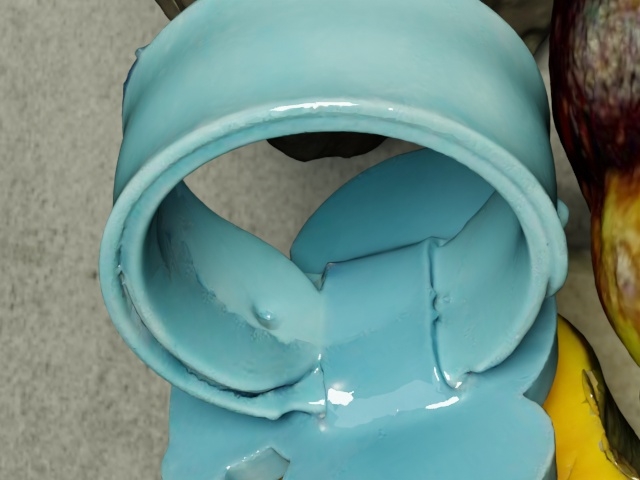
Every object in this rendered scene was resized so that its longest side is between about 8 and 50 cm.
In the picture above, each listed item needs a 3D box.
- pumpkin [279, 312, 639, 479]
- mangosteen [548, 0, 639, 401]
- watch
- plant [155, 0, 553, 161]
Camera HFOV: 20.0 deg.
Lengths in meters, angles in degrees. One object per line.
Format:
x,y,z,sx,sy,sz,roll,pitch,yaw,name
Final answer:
0.083,0.204,0.759,0.242,0.232,0.325,-26,43,-2,pumpkin
0.231,-0.035,0.638,0.297,0.297,0.313,-18,89,30,mangosteen
0.000,0.000,0.688,0.211,0.211,0.193,3,138,30,watch
-0.002,-0.161,0.829,0.178,0.204,0.234,-26,63,-9,plant
